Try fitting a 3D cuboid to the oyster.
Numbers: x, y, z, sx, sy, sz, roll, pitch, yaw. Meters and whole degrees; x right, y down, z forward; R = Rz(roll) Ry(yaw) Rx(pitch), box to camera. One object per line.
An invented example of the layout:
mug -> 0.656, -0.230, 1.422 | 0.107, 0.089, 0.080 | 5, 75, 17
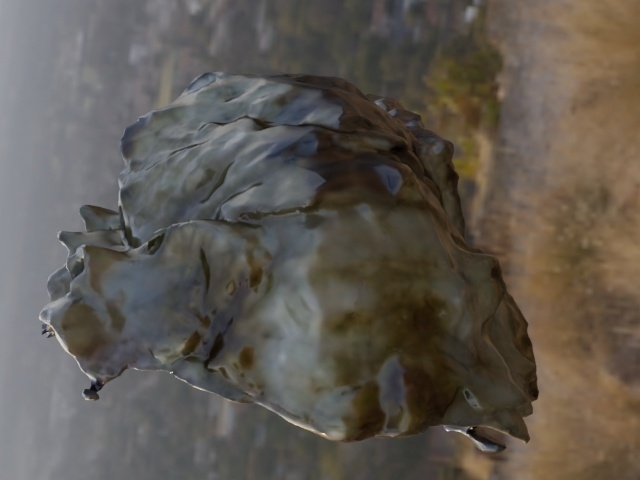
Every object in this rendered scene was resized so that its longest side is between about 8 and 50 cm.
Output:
oyster -> 0.008, 0.002, 0.671 | 0.133, 0.198, 0.337 | -60, 0, 12
